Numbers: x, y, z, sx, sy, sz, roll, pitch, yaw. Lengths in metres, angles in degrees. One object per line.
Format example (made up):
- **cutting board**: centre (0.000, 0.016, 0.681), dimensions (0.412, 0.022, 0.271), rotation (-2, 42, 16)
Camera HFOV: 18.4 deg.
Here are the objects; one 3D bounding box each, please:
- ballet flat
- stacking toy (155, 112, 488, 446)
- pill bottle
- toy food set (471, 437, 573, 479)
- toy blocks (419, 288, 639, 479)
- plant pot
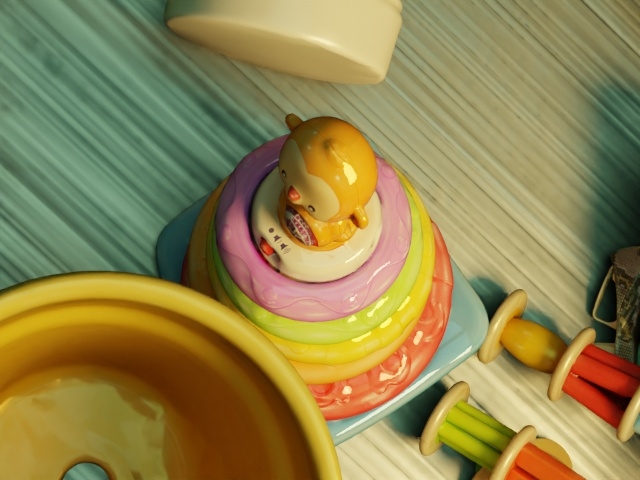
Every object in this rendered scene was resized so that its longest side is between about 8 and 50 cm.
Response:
- **ballet flat**: centre (0.191, 0.059, 1.255), dimensions (0.041, 0.041, 0.114), rotation (6, 87, -9)
- **stacking toy**: centre (0.000, 0.000, 1.081), dimensions (0.165, 0.302, 0.175), rotation (-32, 79, -9)
- **pill bottle**: centre (0.006, -0.246, 1.165), dimensions (0.161, 0.161, 0.283), rotation (15, 86, -9)
- **toy food set**: centre (0.127, 0.170, 1.246), dimensions (0.082, 0.020, 0.083), rotation (-19, 92, -9)
- **toy blocks**: centre (0.152, 0.115, 1.204), dimensions (0.148, 0.054, 0.123), rotation (30, 80, 19)
- **plant pot**: centre (-0.127, 0.145, 1.095), dimensions (0.254, 0.239, 0.254), rotation (0, 88, -9)
